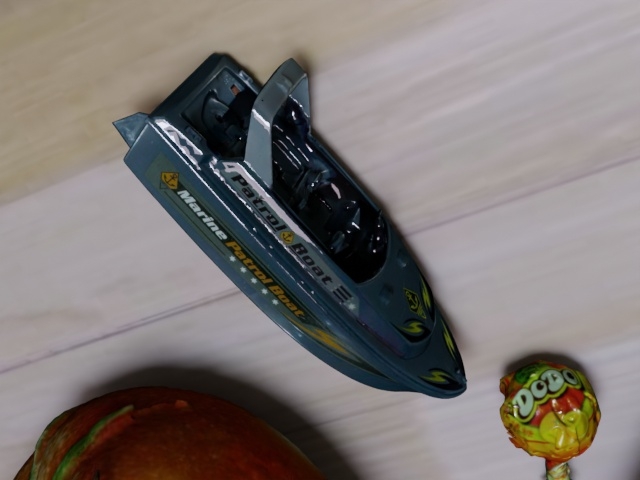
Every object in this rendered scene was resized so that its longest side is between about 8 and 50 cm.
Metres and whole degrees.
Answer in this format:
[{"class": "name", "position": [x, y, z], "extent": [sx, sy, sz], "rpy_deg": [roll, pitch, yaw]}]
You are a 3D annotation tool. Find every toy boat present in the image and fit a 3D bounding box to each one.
[{"class": "toy boat", "position": [0.000, 0.000, 0.546], "extent": [0.103, 0.093, 0.246], "rpy_deg": [-35, 105, 34]}]

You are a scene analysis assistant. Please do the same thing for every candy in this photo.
[{"class": "candy", "position": [0.157, 0.157, 0.625], "extent": [0.061, 0.060, 0.201], "rpy_deg": [-9, 123, 18]}]

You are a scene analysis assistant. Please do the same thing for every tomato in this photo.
[{"class": "tomato", "position": [-0.098, 0.249, 0.618], "extent": [0.239, 0.303, 0.303], "rpy_deg": [29, 121, -21]}]
